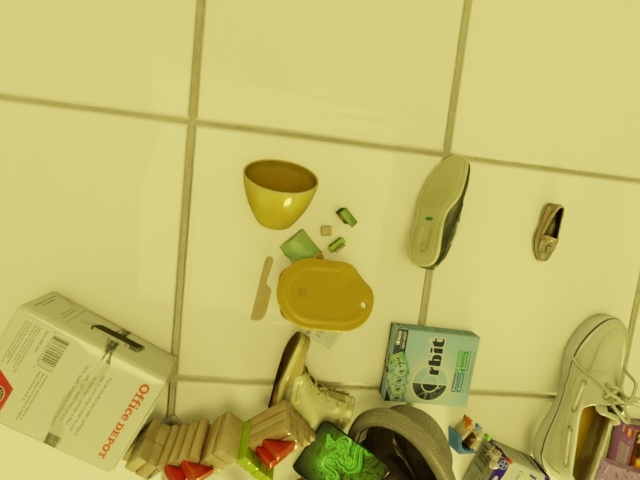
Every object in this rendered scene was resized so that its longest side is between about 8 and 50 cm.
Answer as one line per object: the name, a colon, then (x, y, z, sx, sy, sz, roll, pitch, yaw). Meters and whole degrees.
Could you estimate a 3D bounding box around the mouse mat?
mouse mat: (0.035, 0.452, 0.826, 0.152, 0.007, 0.190, 32, 119, 11)

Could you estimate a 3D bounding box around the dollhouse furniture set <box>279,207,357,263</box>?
dollhouse furniture set: (0.000, 0.000, 0.801, 0.151, 0.058, 0.076, -38, 100, -1)

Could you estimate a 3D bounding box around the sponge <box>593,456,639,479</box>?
sponge: (0.690, 0.563, 0.920, 0.209, 0.031, 0.117, 20, 96, -7)

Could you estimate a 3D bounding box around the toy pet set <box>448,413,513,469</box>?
toy pet set: (0.313, 0.423, 0.868, 0.065, 0.114, 0.122, -43, 100, -10)

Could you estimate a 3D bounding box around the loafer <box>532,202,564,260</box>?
loafer: (0.478, -0.016, 0.870, 0.045, 0.039, 0.126, 7, 96, -9)

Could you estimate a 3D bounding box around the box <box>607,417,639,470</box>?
box: (0.824, 0.531, 0.976, 0.292, 0.057, 0.201, 6, 97, -8)

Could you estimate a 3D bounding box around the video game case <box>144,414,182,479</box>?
video game case: (-0.322, 0.417, 0.837, 0.121, 0.011, 0.087, -32, 101, -3)

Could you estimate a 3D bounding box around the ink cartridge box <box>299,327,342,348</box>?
ink cartridge box: (-0.007, 0.139, 0.821, 0.122, 0.052, 0.089, 37, 90, -11)

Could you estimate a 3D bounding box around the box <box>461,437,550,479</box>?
box: (0.405, 0.528, 0.915, 0.137, 0.072, 0.126, 26, 94, -10)

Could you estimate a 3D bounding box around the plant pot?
plant pot: (-0.077, -0.076, 0.756, 0.134, 0.134, 0.095, 7, 123, -8)

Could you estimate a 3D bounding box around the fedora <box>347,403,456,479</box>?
fedora: (0.176, 0.442, 0.821, 0.124, 0.243, 0.276, -18, 87, -49)

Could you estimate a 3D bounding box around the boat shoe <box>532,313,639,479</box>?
boat shoe: (0.577, 0.333, 0.857, 0.135, 0.156, 0.368, 29, 85, -10)

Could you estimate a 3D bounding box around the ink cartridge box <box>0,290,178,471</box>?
ink cartridge box: (-0.431, 0.250, 0.749, 0.272, 0.114, 0.197, 32, 91, -9)

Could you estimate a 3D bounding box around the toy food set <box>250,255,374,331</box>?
toy food set: (-0.015, 0.103, 0.761, 0.217, 0.071, 0.128, 8, 69, -12)

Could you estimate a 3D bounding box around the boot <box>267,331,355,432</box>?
boot: (-0.008, 0.292, 0.828, 0.164, 0.077, 0.214, 15, 102, -8)

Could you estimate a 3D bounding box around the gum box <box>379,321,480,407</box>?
gum box: (0.228, 0.261, 0.873, 0.184, 0.041, 0.157, 8, 96, -7)

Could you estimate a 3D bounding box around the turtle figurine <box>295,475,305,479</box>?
turtle figurine: (-0.117, 0.586, 0.847, 0.217, 0.087, 0.270, -17, 91, -10)

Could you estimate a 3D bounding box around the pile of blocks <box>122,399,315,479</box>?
pile of blocks: (-0.191, 0.407, 0.766, 0.361, 0.113, 0.149, -9, 116, 4)

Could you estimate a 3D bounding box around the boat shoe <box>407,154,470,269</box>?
boat shoe: (0.241, -0.055, 0.828, 0.079, 0.083, 0.233, 21, 87, -47)
